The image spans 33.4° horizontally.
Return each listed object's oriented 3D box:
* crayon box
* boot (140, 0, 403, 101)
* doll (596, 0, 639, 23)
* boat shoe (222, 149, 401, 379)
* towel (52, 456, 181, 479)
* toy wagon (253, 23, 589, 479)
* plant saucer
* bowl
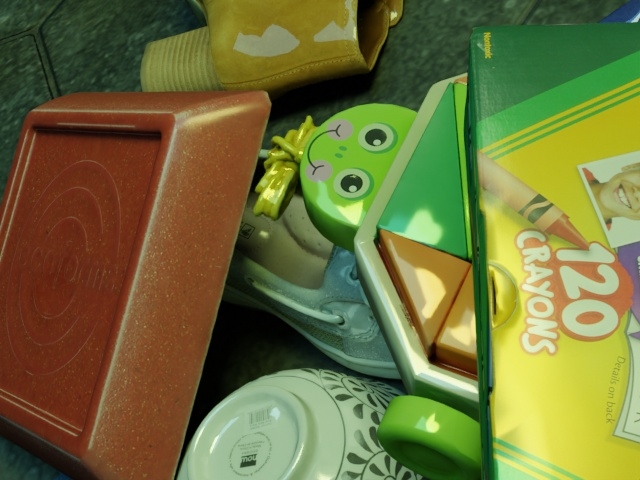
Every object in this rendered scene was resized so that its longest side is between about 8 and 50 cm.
[{"bbox_3d":[0.146,0.040,0.425,0.166,0.081,0.278,-1,58,4],"label":"crayon box"},{"bbox_3d":[-0.032,-0.232,0.906,0.211,0.104,0.295,-10,55,20],"label":"boot"},{"bbox_3d":[0.251,-0.156,0.680,0.189,0.046,0.129,-26,45,13],"label":"doll"},{"bbox_3d":[0.000,-0.002,0.674,0.320,0.103,0.118,18,66,42],"label":"boat shoe"},{"bbox_3d":[-0.143,0.163,0.684,0.119,0.029,0.067,-38,42,0],"label":"towel"},{"bbox_3d":[0.122,0.002,0.538,0.345,0.068,0.267,20,62,16],"label":"toy wagon"},{"bbox_3d":[-0.155,0.020,0.691,0.258,0.048,0.259,9,83,50],"label":"plant saucer"},{"bbox_3d":[-0.022,0.131,0.593,0.170,0.080,0.170,-17,47,20],"label":"bowl"}]
